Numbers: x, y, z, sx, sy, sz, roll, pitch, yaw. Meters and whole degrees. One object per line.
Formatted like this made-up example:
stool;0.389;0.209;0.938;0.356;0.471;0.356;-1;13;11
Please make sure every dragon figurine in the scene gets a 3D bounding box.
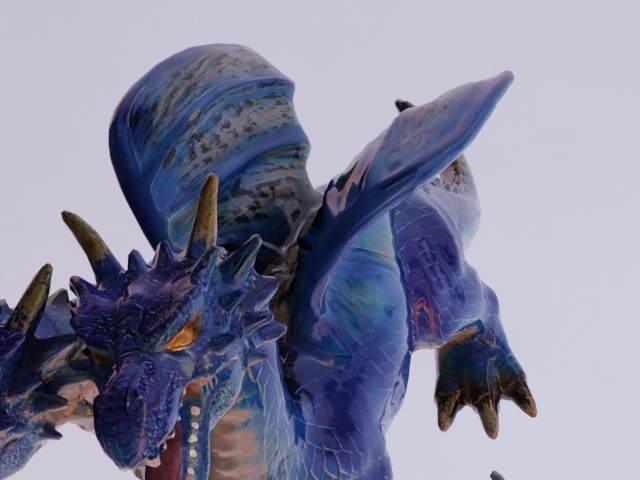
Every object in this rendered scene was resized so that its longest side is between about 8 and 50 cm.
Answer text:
dragon figurine;0.000;0.000;0.439;0.085;0.289;0.144;8;-53;23

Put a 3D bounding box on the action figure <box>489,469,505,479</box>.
action figure;0.123;0.131;0.322;0.285;0.099;0.185;32;-97;28
